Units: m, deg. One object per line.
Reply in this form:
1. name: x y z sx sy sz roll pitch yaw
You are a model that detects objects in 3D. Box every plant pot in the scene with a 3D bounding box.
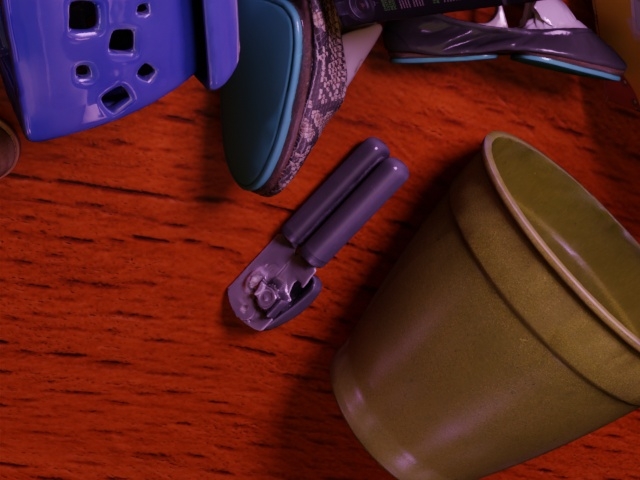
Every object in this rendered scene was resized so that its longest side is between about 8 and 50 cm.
1. plant pot: -0.201 -0.250 0.926 0.212 0.236 0.235 -14 122 -18
2. plant pot: 0.207 0.120 1.216 0.366 0.366 0.353 31 117 -29

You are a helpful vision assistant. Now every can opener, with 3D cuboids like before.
1. can opener: 0.000 0.000 1.234 0.283 0.076 0.095 -46 154 10

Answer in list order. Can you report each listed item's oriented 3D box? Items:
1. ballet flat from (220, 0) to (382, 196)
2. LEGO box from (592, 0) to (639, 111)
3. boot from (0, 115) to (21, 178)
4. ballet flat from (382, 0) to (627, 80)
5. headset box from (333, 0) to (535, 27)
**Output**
1. ballet flat: -0.019 -0.278 1.019 0.182 0.164 0.482 -21 123 -28
2. LEGO box: 0.439 -0.338 0.972 0.193 0.372 0.500 -30 125 -15
3. boot: -0.457 -0.091 0.999 0.305 0.115 0.112 6 115 -22
4. ballet flat: 0.211 -0.236 1.120 0.281 0.095 0.096 4 101 -5
5. headset box: 0.157 -0.311 0.915 0.246 0.283 0.131 -42 122 -38
